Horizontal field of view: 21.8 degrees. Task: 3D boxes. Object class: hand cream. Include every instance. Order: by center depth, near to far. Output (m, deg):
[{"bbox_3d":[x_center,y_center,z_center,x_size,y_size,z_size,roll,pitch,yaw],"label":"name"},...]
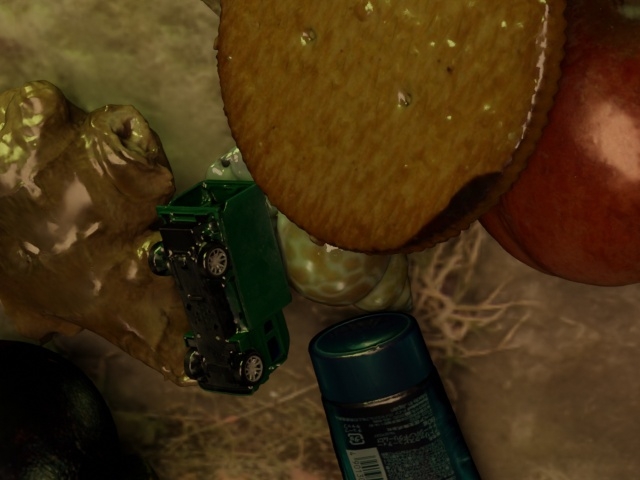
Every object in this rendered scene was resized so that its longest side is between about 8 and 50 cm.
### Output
[{"bbox_3d":[0.069,0.182,1.303,0.120,0.061,0.270,-15,117,8],"label":"hand cream"}]

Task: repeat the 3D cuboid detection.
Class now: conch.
[{"bbox_3d":[-0.004,-0.015,1.256,0.173,0.106,0.116,25,110,13],"label":"conch"}]

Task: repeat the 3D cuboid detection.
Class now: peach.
[{"bbox_3d":[0.197,-0.103,1.148,0.232,0.232,0.256,-14,107,9],"label":"peach"}]

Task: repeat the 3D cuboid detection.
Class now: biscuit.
[{"bbox_3d":[0.042,-0.140,1.124,0.305,0.038,0.305,1,92,42],"label":"biscuit"}]

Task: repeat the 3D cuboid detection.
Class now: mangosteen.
[{"bbox_3d":[-0.241,0.187,1.272,0.243,0.243,0.242,1,104,6],"label":"mangosteen"}]

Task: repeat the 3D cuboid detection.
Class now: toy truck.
[{"bbox_3d":[-0.071,0.037,1.218,0.065,0.079,0.147,3,115,40],"label":"toy truck"}]

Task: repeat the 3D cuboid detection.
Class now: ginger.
[{"bbox_3d":[-0.179,-0.002,1.263,0.270,0.123,0.219,35,120,-11],"label":"ginger"}]

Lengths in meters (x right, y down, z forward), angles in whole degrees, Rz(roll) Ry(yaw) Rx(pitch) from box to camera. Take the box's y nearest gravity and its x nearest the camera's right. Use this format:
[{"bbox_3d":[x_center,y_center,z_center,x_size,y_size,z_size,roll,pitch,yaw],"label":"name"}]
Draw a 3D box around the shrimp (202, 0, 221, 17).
[{"bbox_3d":[-0.051,-0.233,1.228,0.251,0.052,0.143,41,107,-6],"label":"shrimp"}]
